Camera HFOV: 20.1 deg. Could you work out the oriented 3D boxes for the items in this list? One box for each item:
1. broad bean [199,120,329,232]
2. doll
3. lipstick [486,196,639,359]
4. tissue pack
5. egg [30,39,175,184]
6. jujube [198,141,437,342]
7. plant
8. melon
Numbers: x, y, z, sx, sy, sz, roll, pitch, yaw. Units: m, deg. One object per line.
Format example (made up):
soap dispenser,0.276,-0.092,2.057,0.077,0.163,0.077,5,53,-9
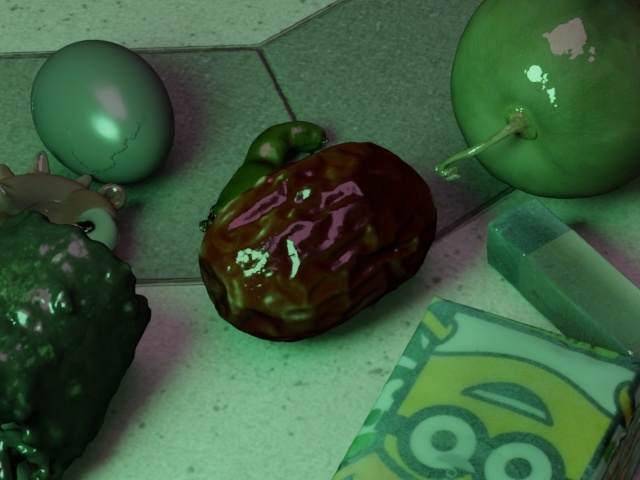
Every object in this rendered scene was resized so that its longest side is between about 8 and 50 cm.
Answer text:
broad bean,-0.067,-0.067,1.971,0.070,0.048,0.213,22,48,23
doll,-0.317,0.008,1.881,0.262,0.093,0.211,-21,62,-19
lipstick,0.289,0.080,1.799,0.068,0.066,0.317,-28,51,-22
tissue pack,0.147,0.219,1.632,0.228,0.128,0.311,17,49,21
egg,-0.238,-0.140,1.981,0.146,0.146,0.199,-24,42,-19
jujube,0.000,0.000,1.824,0.250,0.174,0.174,-24,50,-24
plant,-0.299,0.117,1.701,0.188,0.199,0.276,17,61,32
melon,0.271,-0.176,1.916,0.271,0.272,0.308,5,30,8
